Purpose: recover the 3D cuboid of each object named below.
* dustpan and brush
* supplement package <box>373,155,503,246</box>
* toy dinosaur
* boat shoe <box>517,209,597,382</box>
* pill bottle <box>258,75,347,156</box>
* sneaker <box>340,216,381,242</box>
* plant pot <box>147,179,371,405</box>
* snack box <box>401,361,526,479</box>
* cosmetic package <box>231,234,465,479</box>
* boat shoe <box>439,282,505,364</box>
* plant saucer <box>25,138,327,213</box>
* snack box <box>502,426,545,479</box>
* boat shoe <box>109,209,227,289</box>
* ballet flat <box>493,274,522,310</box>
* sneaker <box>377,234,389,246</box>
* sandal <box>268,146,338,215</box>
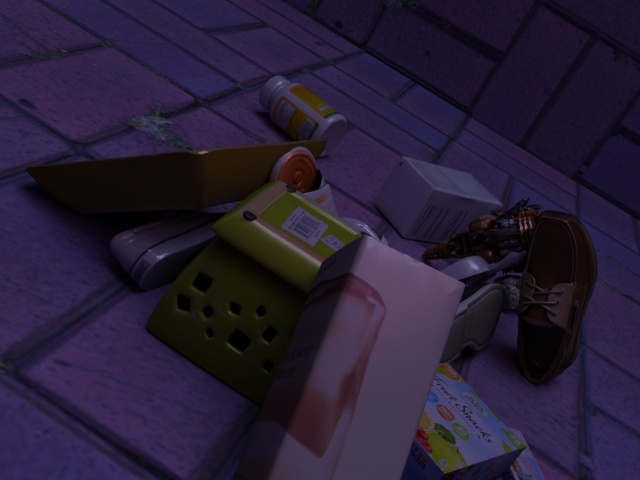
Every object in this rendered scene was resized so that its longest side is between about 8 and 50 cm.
[{"bbox_3d":[0.296,0.060,1.456,0.147,0.211,0.060,1,54,-47],"label":"dustpan and brush"},{"bbox_3d":[0.268,-0.083,1.760,0.244,0.134,0.139,8,33,-40],"label":"supplement package"},{"bbox_3d":[0.356,-0.011,1.539,0.321,0.165,0.218,13,7,37],"label":"toy dinosaur"},{"bbox_3d":[0.408,0.112,1.363,0.122,0.324,0.120,12,29,35],"label":"boat shoe"},{"bbox_3d":[-0.047,-0.301,1.843,0.208,0.118,0.117,40,26,21],"label":"pill bottle"},{"bbox_3d":[0.000,0.000,1.381,0.232,0.090,0.115,24,30,7],"label":"sneaker"},{"bbox_3d":[-0.060,0.058,1.040,0.227,0.207,0.228,33,25,4],"label":"plant pot"},{"bbox_3d":[0.158,0.258,1.068,0.207,0.070,0.174,3,35,-48],"label":"snack box"},{"bbox_3d":[0.024,0.162,0.810,0.129,0.153,0.296,27,68,-10],"label":"cosmetic package"},{"bbox_3d":[0.218,0.132,1.323,0.113,0.127,0.340,17,19,29],"label":"boat shoe"},{"bbox_3d":[-0.204,-0.096,1.169,0.332,0.081,0.332,-1,8,31],"label":"plant saucer"},{"bbox_3d":[0.293,0.339,1.120,0.064,0.022,0.178,21,26,-21],"label":"snack box"},{"bbox_3d":[-0.201,-0.005,1.147,0.088,0.096,0.267,42,35,14],"label":"boat shoe"},{"bbox_3d":[0.456,0.117,1.681,0.240,0.091,0.077,1,68,-41],"label":"ballet flat"},{"bbox_3d":[0.118,0.044,1.464,0.061,0.053,0.152,39,24,-20],"label":"sneaker"},{"bbox_3d":[-0.012,-0.020,1.178,0.076,0.265,0.102,23,46,33],"label":"sandal"}]
